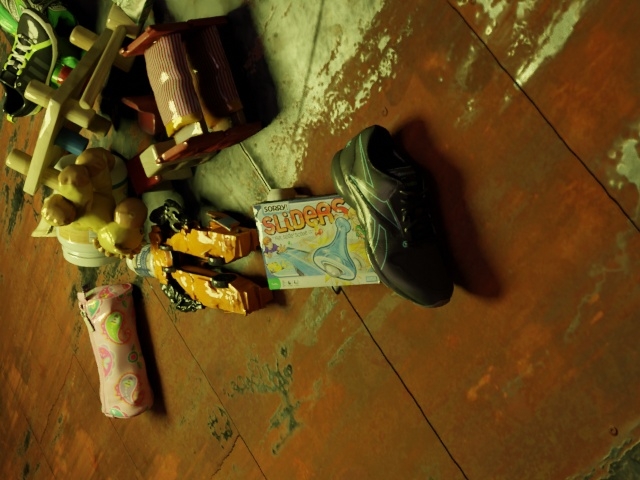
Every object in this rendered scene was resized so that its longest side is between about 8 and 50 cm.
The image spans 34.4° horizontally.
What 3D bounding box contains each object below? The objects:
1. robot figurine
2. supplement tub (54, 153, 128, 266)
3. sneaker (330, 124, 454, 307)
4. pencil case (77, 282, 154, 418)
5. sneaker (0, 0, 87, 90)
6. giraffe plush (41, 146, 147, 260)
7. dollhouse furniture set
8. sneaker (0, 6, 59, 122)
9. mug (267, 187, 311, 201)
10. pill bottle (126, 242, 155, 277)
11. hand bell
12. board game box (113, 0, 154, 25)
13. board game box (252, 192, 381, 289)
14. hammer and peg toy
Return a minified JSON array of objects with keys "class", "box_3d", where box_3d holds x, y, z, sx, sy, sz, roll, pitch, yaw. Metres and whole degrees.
[{"class":"robot figurine","box_3d":[-0.206,0.035,1.832,0.291,0.085,0.211,13,114,49]},{"class":"supplement tub","box_3d":[-0.456,-0.063,2.065,0.144,0.144,0.200,32,128,41]},{"class":"sneaker","box_3d":[0.103,-0.034,1.391,0.267,0.101,0.106,59,139,16]},{"class":"pencil case","box_3d":[-0.431,0.230,2.177,0.124,0.124,0.284,6,110,51]},{"class":"sneaker","box_3d":[-0.552,-0.454,2.064,0.146,0.134,0.344,-35,85,45]},{"class":"giraffe plush","box_3d":[-0.390,-0.044,1.871,0.170,0.181,0.210,33,130,2]},{"class":"dollhouse furniture set","box_3d":[-0.273,-0.213,1.759,0.374,0.152,0.201,-23,86,54]},{"class":"sneaker","box_3d":[-0.563,-0.326,1.973,0.084,0.097,0.235,28,128,18]},{"class":"mug","box_3d":[-0.050,-0.051,1.630,0.062,0.078,0.064,-164,69,-85]},{"class":"pill bottle","box_3d":[-0.326,0.039,2.004,0.120,0.067,0.067,2,106,52]},{"class":"hand bell","box_3d":[-0.564,-0.131,2.234,0.126,0.126,0.242,3,95,52]},{"class":"board game box","box_3d":[-0.289,-0.468,1.612,0.136,0.030,0.260,49,142,6]},{"class":"board game box","box_3d":[0.000,0.000,1.541,0.201,0.035,0.136,-6,100,34]},{"class":"hammer and peg toy","box_3d":[-0.443,-0.269,1.866,0.127,0.266,0.361,27,136,-6]}]
